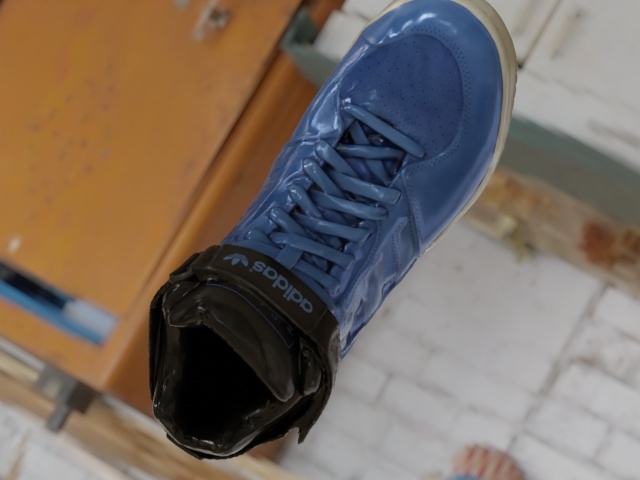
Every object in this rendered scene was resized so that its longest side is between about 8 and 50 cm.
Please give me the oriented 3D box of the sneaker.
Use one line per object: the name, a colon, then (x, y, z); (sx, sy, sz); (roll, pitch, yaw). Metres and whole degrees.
sneaker: (0.001, 0.001, 0.554); (0.058, 0.152, 0.084); (36, -151, 2)
